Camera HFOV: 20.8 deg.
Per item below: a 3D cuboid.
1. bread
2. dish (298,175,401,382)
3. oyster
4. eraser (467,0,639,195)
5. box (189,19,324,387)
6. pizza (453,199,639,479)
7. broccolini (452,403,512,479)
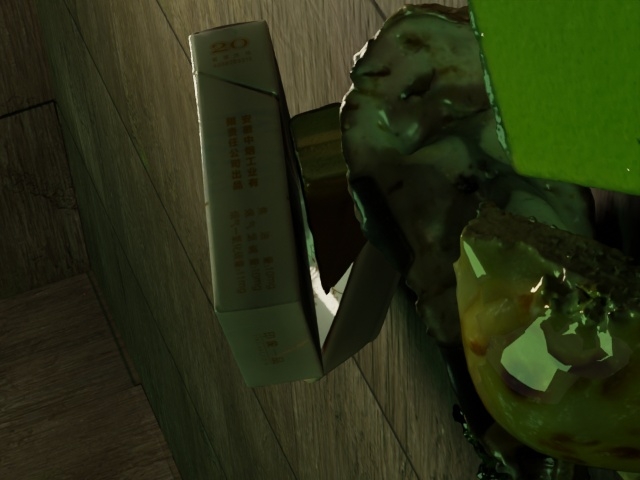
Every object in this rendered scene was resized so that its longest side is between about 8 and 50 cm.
[{"bbox_3d":[0.028,-0.032,1.284,0.139,0.084,0.074,81,175,-51],"label":"bread"},{"bbox_3d":[0.000,0.000,1.414,0.234,0.064,0.154,51,127,54],"label":"dish"},{"bbox_3d":[0.098,0.017,0.986,0.078,0.129,0.345,-90,-16,-59],"label":"oyster"},{"bbox_3d":[0.142,-0.121,0.687,0.274,0.092,0.210,-154,48,-70],"label":"eraser"},{"bbox_3d":[-0.048,-0.026,1.298,0.149,0.067,0.233,81,-179,-64],"label":"box"},{"bbox_3d":[0.142,0.090,0.895,0.188,0.080,0.204,29,148,33],"label":"pizza"},{"bbox_3d":[0.118,0.100,1.147,0.123,0.062,0.271,38,153,41],"label":"broccolini"}]
